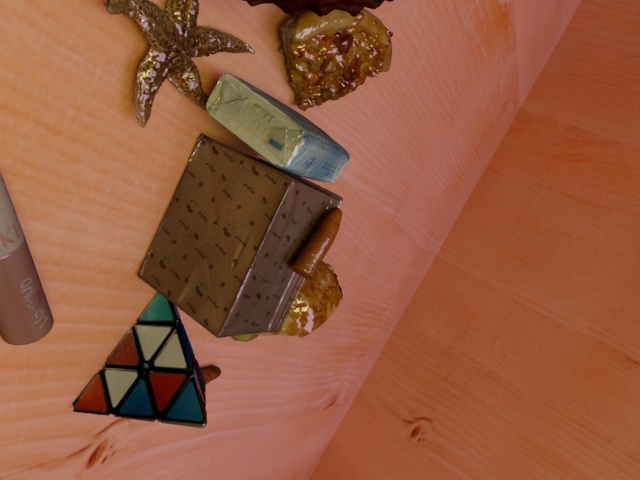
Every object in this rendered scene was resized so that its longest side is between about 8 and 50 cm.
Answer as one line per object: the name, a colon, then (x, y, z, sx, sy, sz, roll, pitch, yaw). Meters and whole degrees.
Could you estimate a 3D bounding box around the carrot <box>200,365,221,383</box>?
carrot: (-0.304, 0.331, 1.142, 0.061, 0.061, 0.210, -64, 156, 9)

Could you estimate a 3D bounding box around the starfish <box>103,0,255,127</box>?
starfish: (-0.205, -0.274, 0.693, 0.277, 0.062, 0.235, -20, 132, -62)

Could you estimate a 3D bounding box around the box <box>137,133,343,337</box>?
box: (-0.145, -0.006, 0.881, 0.297, 0.225, 0.190, -64, 153, 5)

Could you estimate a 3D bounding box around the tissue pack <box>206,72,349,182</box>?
tissue pack: (-0.063, -0.186, 0.851, 0.089, 0.177, 0.263, -55, 167, 14)

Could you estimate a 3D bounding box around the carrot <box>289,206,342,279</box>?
carrot: (0.000, 0.000, 0.841, 0.139, 0.048, 0.048, -58, 153, -12)

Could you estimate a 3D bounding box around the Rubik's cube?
Rubik's cube: (-0.259, 0.296, 0.918, 0.284, 0.234, 0.250, -52, 135, -14)

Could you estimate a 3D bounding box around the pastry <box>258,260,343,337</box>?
pastry: (-0.087, 0.094, 1.095, 0.256, 0.237, 0.170, -27, 120, -45)

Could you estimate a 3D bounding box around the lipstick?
lipstick: (-0.416, 0.028, 0.625, 0.070, 0.070, 0.254, -34, 144, -40)

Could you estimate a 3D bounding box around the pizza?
pizza: (0.032, -0.346, 0.946, 0.335, 0.086, 0.226, -12, 145, -55)

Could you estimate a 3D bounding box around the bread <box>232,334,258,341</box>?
bread: (-0.182, 0.212, 1.219, 0.188, 0.065, 0.149, -23, 141, -53)

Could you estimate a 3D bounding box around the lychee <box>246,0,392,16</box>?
lychee: (0.020, -0.467, 0.502, 0.500, 0.424, 0.424, -29, 142, -23)
